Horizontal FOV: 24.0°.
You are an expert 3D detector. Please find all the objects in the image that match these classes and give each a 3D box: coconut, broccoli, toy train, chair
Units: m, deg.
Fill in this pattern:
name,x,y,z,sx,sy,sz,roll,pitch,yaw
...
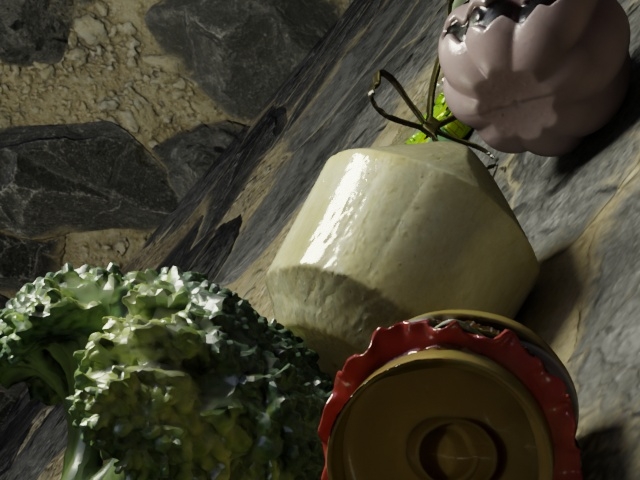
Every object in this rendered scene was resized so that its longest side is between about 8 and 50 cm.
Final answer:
name,x,y,z,sx,sy,sz,roll,pitch,yaw
coconut,0.070,0.019,1.226,0.222,0.202,0.202,-58,12,-20
broccoli,-0.128,0.147,1.122,0.302,0.375,0.249,-33,-31,-37
toy train,0.178,-0.181,1.809,0.085,0.053,0.250,-20,33,56
chair,0.200,-0.229,1.615,0.170,0.160,0.326,-43,10,42

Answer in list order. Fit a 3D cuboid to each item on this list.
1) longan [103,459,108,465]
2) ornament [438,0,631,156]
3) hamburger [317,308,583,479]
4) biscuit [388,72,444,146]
name,x,y,z,sx,sy,sz,roll,pitch,yaw
longan,-0.105,0.201,1.385,0.220,0.196,0.196,-55,10,16
ornament,0.198,-0.170,1.372,0.177,0.177,0.177,-49,11,13
hamburger,0.087,0.120,0.959,0.175,0.175,0.137,-48,-2,22
biscuit,0.135,-0.149,1.911,0.290,0.038,0.141,-56,11,-29
